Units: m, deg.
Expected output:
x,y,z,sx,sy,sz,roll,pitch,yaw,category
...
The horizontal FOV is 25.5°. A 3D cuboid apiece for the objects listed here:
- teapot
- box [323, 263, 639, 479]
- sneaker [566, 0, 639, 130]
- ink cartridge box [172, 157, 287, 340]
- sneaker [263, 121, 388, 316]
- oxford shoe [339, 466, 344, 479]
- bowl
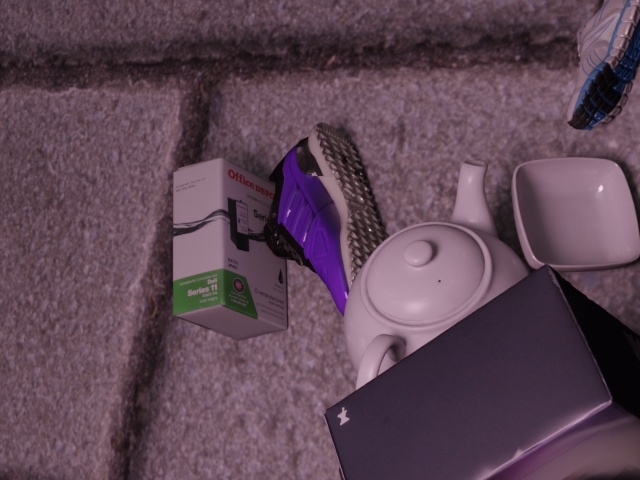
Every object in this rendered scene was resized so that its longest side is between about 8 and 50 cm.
x,y,z,sx,sy,sz,roll,pitch,yaw,category
0.129,0.073,1.619,0.253,0.187,0.256,-24,48,1,teapot
0.217,0.218,1.470,0.296,0.294,0.182,-36,48,21,box
0.337,-0.220,1.703,0.083,0.071,0.190,20,78,45,sneaker
-0.120,0.012,1.885,0.087,0.153,0.208,-15,67,30,ink cartridge box
0.000,0.000,1.845,0.146,0.102,0.293,-33,53,27,sneaker
0.083,0.366,1.655,0.098,0.097,0.271,-48,53,20,oxford shoe
0.289,-0.024,1.638,0.142,0.053,0.142,-2,65,-11,bowl
